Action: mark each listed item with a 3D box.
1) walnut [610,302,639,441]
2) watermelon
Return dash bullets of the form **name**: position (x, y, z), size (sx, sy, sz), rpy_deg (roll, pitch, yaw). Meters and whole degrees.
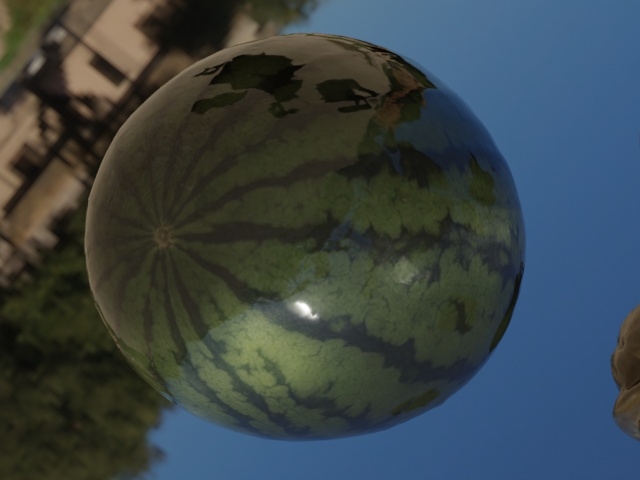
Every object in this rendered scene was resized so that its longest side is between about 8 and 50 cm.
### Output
- **walnut**: position (0.389, 0.143, 1.865), size (0.224, 0.224, 0.224), rpy_deg (-49, -168, 13)
- **watermelon**: position (0.000, 0.000, 1.277), size (0.279, 0.279, 0.359), rpy_deg (-48, 161, 17)
